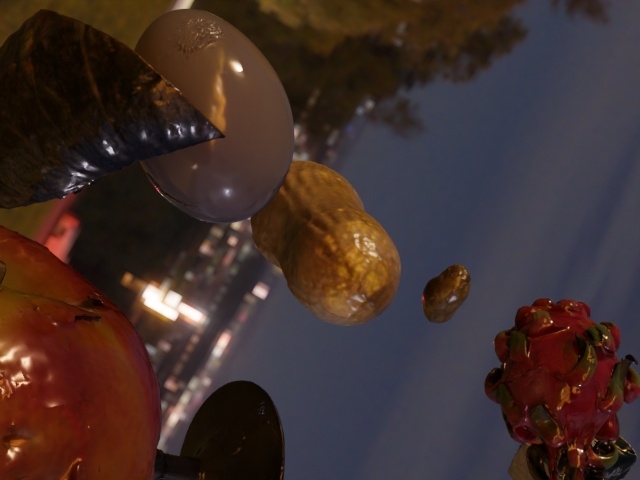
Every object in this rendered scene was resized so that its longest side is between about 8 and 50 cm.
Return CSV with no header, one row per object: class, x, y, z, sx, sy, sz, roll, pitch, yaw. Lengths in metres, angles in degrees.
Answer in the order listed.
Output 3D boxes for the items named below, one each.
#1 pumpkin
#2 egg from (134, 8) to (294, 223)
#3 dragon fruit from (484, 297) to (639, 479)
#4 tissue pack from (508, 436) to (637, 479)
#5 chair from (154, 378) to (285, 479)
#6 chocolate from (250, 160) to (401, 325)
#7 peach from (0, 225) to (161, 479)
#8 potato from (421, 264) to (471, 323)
pumpkin,-0.234,-0.102,1.424,0.163,0.111,0.278,-50,-137,-13
egg,-0.101,-0.112,1.523,0.146,0.199,0.146,-19,-178,1
dragon fruit,0.341,0.219,2.380,0.198,0.218,0.273,-57,151,-85
tissue pack,0.388,0.343,2.591,0.170,0.103,0.090,-11,134,-38
chair,-0.259,0.227,1.806,0.226,0.401,0.226,-24,-121,48
chocolate,0.000,0.000,1.897,0.134,0.134,0.309,-60,-154,15
peach,-0.276,0.189,1.012,0.416,0.353,0.339,-60,165,2
potato,0.130,0.058,1.781,0.046,0.045,0.092,-16,161,-27
